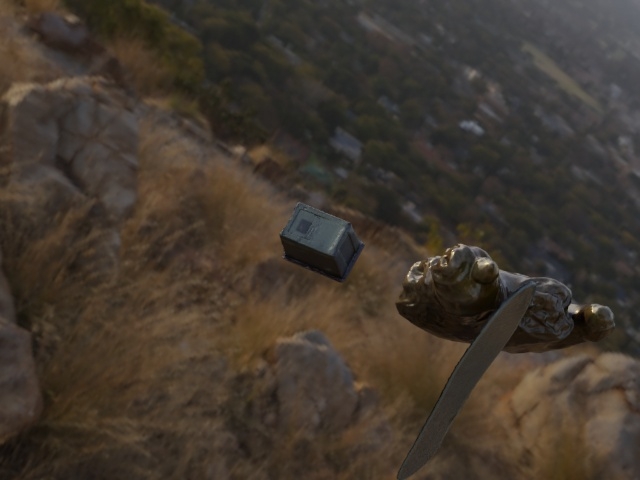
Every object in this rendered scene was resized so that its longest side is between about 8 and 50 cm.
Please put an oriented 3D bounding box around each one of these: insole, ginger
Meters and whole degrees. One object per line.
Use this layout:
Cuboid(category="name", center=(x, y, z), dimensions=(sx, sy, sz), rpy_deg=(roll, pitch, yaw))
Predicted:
Cuboid(category="insole", center=(0.125, 0.129, 0.915), dimensions=(0.003, 0.232, 0.080), rpy_deg=(41, 29, 28))
Cuboid(category="ginger", center=(0.177, 0.069, 0.986), dimensions=(0.166, 0.080, 0.333), rpy_deg=(1, -16, 38))

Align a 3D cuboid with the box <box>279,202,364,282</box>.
Cuboid(category="box", center=(0.000, 0.000, 1.208), dimensions=(0.085, 0.060, 0.063), rpy_deg=(23, -22, 19))
